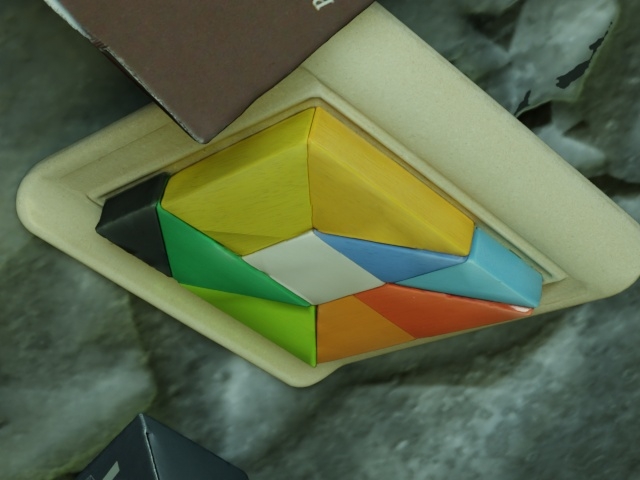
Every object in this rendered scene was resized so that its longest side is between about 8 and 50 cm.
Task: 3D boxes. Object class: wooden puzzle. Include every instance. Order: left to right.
[{"bbox_3d":[0.000,0.000,0.630,0.221,0.044,0.239,35,139,-32],"label":"wooden puzzle"}]

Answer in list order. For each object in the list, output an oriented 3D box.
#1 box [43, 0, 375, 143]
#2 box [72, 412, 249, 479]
[{"bbox_3d":[-0.037,-0.184,0.491,0.203,0.167,0.168,-38,125,8],"label":"box"},{"bbox_3d":[-0.106,0.212,0.722,0.158,0.156,0.093,-45,124,12],"label":"box"}]
